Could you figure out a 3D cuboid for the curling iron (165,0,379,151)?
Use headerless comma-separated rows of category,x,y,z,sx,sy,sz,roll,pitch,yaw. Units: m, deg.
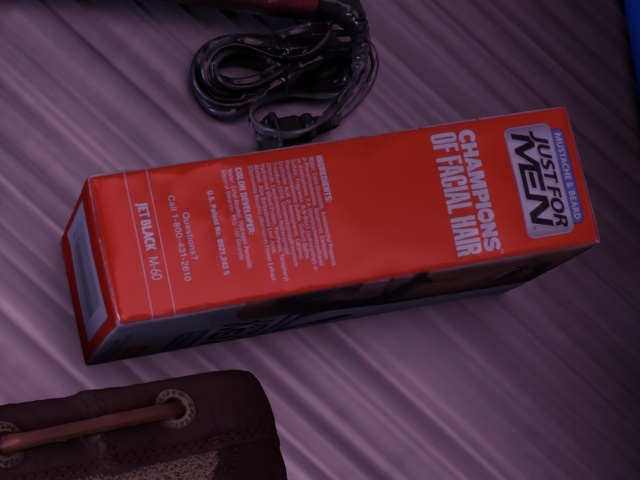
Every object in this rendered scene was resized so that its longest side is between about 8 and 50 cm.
curling iron,-0.107,-0.094,0.588,0.274,0.035,0.068,16,73,-10

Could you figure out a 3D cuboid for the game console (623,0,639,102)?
game console,0.218,-0.164,0.553,0.250,0.293,0.173,-36,88,-19

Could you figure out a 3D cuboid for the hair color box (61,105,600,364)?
hair color box,0.000,0.000,0.562,0.167,0.093,0.053,-10,80,-16

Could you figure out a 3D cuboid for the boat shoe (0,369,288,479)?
boat shoe,-0.168,0.086,0.491,0.342,0.123,0.123,-1,68,-18
